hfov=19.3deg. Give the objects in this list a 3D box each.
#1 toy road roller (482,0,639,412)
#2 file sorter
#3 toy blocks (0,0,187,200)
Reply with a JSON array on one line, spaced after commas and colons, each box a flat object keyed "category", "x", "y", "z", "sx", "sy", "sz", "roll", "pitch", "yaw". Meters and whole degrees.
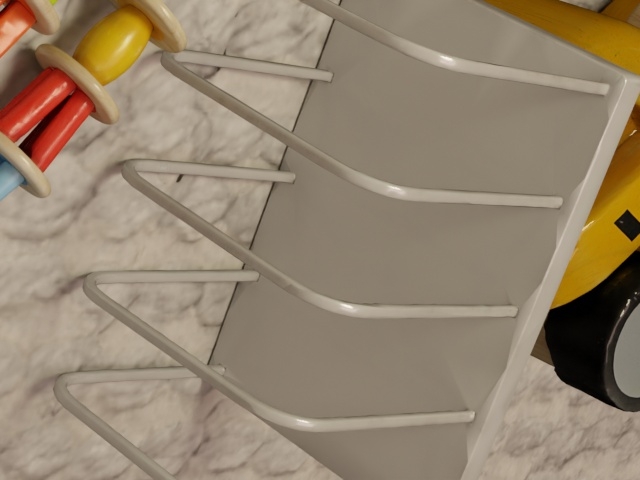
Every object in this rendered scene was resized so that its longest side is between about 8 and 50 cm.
[{"category": "toy road roller", "x": 0.179, "y": -0.078, "z": 1.163, "sx": 0.329, "sy": 0.202, "sz": 0.241, "roll": -42, "pitch": 133, "yaw": -21}, {"category": "file sorter", "x": 0.000, "y": 0.000, "z": 0.993, "sx": 0.173, "sy": 0.193, "sz": 0.278, "roll": 0, "pitch": 115, "yaw": -50}, {"category": "toy blocks", "x": -0.140, "y": -0.078, "z": 0.870, "sx": 0.148, "sy": 0.054, "sz": 0.123, "roll": -49, "pitch": 146, "yaw": -14}]
